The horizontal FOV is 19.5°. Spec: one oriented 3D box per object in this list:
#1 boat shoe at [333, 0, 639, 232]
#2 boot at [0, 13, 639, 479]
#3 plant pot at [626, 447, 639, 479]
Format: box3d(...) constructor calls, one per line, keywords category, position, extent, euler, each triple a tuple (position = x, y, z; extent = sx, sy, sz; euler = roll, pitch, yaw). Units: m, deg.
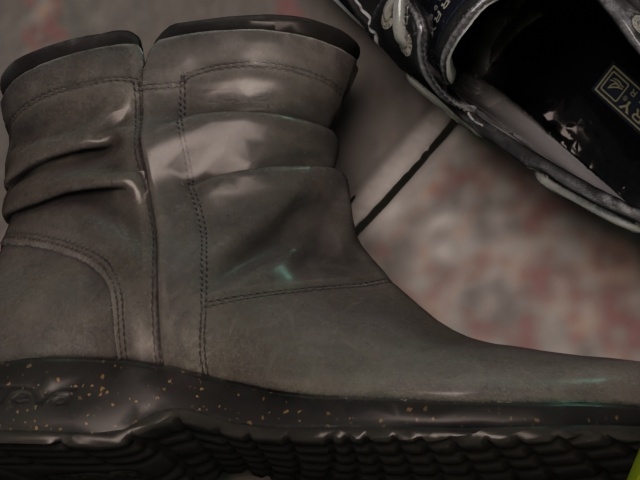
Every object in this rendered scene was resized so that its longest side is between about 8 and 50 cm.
box3d(category="boat shoe", position=(0.076, -0.100, 0.827), extent=(0.301, 0.102, 0.108), euler=(45, 112, 21))
box3d(category="boot", position=(0.000, 0.000, 0.819), extent=(0.338, 0.118, 0.223), euler=(3, 65, 10))
box3d(category="plant pot", position=(0.200, 0.158, 0.622), extent=(0.227, 0.228, 0.207), euler=(38, 88, -5))
